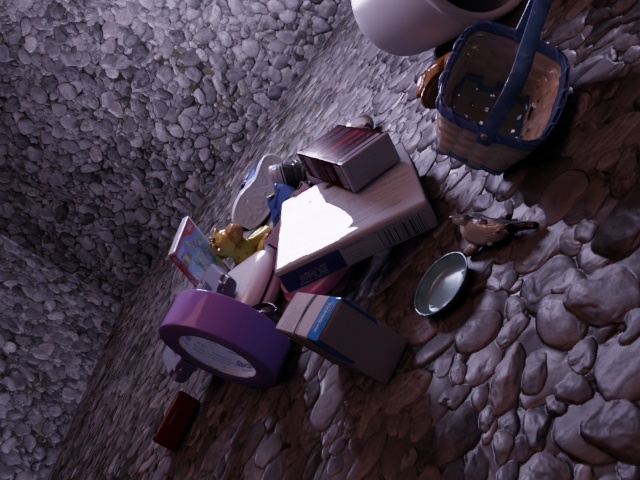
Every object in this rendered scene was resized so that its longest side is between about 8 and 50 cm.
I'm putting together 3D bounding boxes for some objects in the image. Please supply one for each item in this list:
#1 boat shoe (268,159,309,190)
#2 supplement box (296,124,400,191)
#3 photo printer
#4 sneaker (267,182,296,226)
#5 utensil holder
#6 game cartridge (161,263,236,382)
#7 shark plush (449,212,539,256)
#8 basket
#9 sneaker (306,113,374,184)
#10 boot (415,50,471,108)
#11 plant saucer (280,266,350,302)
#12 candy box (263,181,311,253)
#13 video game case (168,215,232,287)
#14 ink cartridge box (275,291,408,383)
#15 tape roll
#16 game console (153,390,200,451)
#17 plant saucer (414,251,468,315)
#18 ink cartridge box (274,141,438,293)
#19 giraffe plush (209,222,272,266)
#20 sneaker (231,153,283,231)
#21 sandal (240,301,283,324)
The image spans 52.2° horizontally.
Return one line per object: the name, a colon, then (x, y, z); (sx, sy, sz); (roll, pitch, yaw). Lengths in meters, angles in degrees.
boat shoe: (-0.088, -0.191, 2.074); (0.119, 0.121, 0.335); (-12, 4, 0)
supplement box: (0.057, -0.188, 1.457); (0.130, 0.073, 0.239); (-36, 26, -12)
photo printer: (-0.217, 0.173, 1.780); (0.307, 0.107, 0.256); (-32, 30, 49)
sneaker: (-0.123, -0.098, 1.963); (0.069, 0.082, 0.209); (-57, -7, -36)
utensil holder: (0.283, -0.656, 1.622); (0.328, 0.327, 0.385); (-58, 17, -9)
game cartridge: (-0.325, 0.212, 1.741); (0.297, 0.062, 0.198); (-62, 19, -1)
shark plush: (0.269, -0.030, 1.022); (0.067, 0.073, 0.161); (-30, 2, -26)
basket: (0.301, -0.263, 1.050); (0.289, 0.200, 0.255); (90, -157, -65)
sneaker: (0.050, -0.255, 1.864); (0.258, 0.094, 0.091); (-47, 16, 21)
boot: (0.269, -0.367, 1.563); (0.197, 0.073, 0.152); (-50, 17, -22)
plant saucer: (0.000, 0.000, 1.579); (0.332, 0.084, 0.332); (-47, 21, 24)
candy box: (-0.077, -0.050, 1.798); (0.196, 0.070, 0.165); (-58, 0, -9)
video game case: (-0.344, 0.086, 1.977); (0.025, 0.285, 0.204); (-26, 29, 18)
ink cartridge box: (0.031, 0.162, 1.128); (0.086, 0.148, 0.203); (-61, 20, -12)
tape roll: (-0.207, 0.217, 1.419); (0.274, 0.274, 0.090); (-27, 33, 55)
game console: (-0.392, 0.477, 1.743); (0.085, 0.124, 0.144); (8, 62, 40)
plant saucer: (0.200, 0.074, 1.058); (0.119, 0.021, 0.119); (-48, 20, 24)
ink cartridge box: (0.064, -0.057, 1.375); (0.323, 0.072, 0.330); (-26, 24, 13)
giraffe plush: (-0.256, 0.015, 2.042); (0.210, 0.170, 0.181); (-59, 19, -10)
sneaker: (-0.243, -0.152, 2.396); (0.323, 0.130, 0.236); (-67, 12, -19)
sandal: (-0.155, 0.171, 1.523); (0.254, 0.097, 0.055); (11, 105, 38)
